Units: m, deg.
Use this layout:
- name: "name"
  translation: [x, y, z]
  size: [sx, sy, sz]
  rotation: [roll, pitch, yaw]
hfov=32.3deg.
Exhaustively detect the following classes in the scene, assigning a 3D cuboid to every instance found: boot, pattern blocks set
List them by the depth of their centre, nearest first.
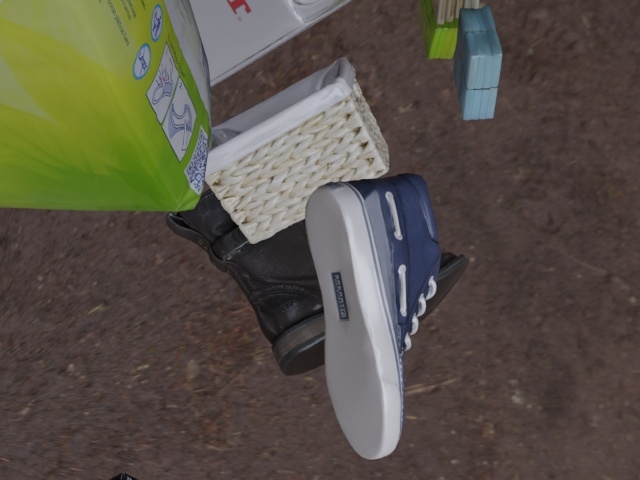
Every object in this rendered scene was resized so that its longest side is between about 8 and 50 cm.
- name: "pattern blocks set"
  translation: [0.074, -0.239, 0.662]
  size: [0.026, 0.285, 0.325]
  rotation: [-3, 37, -2]
- name: "boot"
  translation: [0.050, 0.049, 0.757]
  size: [0.086, 0.069, 0.190]
  rotation: [-12, 99, -34]
- name: "boot"
  translation: [0.000, 0.000, 1.149]
  size: [0.263, 0.091, 0.229]
  rotation: [-21, 63, -26]

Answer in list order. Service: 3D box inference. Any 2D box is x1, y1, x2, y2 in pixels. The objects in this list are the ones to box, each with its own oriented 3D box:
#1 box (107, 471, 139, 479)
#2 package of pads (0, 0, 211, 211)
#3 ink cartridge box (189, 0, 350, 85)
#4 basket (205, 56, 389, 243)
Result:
- name: "box"
  translation: [-0.189, 0.364, 1.178]
  size: [0.147, 0.077, 0.180]
  rotation: [37, 32, -34]
- name: "package of pads"
  translation: [-0.203, -0.098, 0.408]
  size: [0.296, 0.229, 0.101]
  rotation: [1, 67, 6]
- name: "ink cartridge box"
  translation: [-0.157, -0.257, 0.927]
  size: [0.166, 0.395, 0.285]
  rotation: [-39, 103, -41]
- name: "basket"
  translation: [-0.024, -0.085, 1.060]
  size: [0.167, 0.113, 0.103]
  rotation: [-27, 107, 12]
